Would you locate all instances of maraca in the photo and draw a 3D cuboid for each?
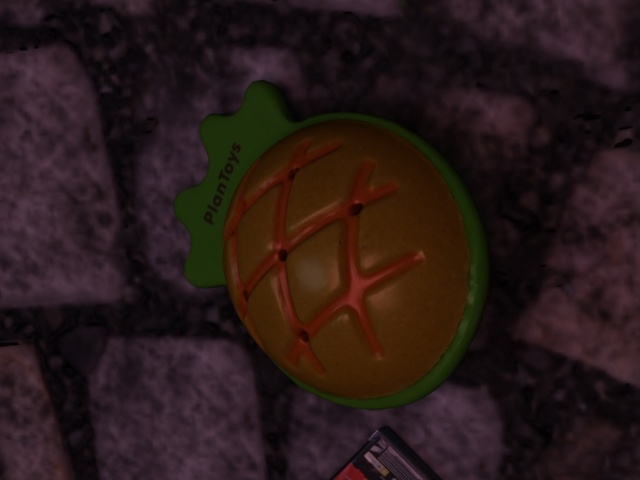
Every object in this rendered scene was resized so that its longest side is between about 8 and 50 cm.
[{"bbox_3d":[0.000,0.000,0.650,0.185,0.099,0.127,31,104,37],"label":"maraca"}]

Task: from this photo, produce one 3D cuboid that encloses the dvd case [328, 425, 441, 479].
[{"bbox_3d":[0.023,0.161,0.720,0.087,0.013,0.119,44,111,5],"label":"dvd case"}]
